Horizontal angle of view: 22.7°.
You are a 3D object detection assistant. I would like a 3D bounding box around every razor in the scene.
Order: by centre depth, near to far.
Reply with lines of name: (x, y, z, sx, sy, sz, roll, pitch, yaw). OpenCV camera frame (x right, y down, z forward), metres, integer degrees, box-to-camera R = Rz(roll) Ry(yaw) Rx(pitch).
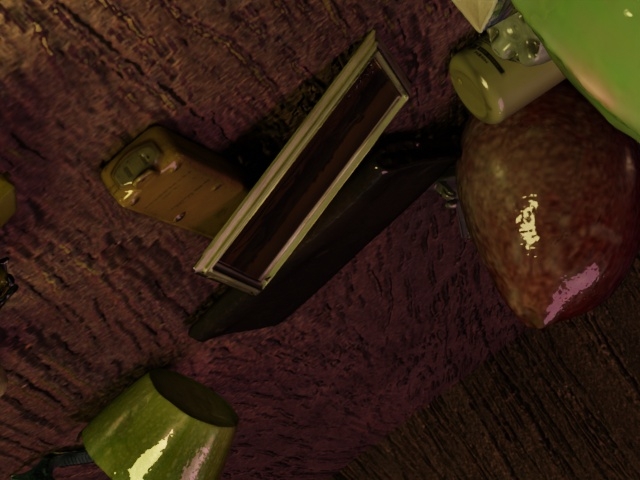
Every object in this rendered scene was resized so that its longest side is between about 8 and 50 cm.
razor: (-0.282, 0.254, 1.859, 0.066, 0.033, 0.190, 6, -175, 21)

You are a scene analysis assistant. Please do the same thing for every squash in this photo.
squash: (-0.174, 0.221, 1.778, 0.123, 0.170, 0.170, -58, 162, 12)

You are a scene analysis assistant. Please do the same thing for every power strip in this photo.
power strip: (-0.101, -0.041, 1.308, 0.064, 0.044, 0.305, -39, 165, 8)

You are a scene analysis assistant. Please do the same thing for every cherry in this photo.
cherry: (0.248, -0.043, 1.710, 0.203, 0.300, 0.230, -3, 154, 13)

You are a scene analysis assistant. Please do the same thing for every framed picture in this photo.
framed picture: (-0.007, -0.059, 1.404, 0.252, 0.014, 0.197, -53, 166, 1)

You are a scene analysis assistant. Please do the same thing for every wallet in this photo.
wallet: (0.000, 0.000, 1.695, 0.321, 0.044, 0.170, -42, 164, 31)

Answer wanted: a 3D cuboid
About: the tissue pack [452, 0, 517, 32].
tissue pack: (0.148, -0.228, 1.215, 0.111, 0.085, 0.079, -30, 164, -22)

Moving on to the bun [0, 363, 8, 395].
bun: (-0.308, 0.122, 1.273, 0.115, 0.069, 0.115, -32, -173, 4)

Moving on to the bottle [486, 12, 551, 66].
bottle: (0.260, -0.241, 1.463, 0.269, 0.083, 0.083, -33, 166, -33)

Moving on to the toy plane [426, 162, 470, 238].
toy plane: (0.188, -0.081, 1.861, 0.226, 0.058, 0.226, -23, 145, -46)

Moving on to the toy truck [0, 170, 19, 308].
toy truck: (-0.255, 0.031, 1.004, 0.127, 0.127, 0.257, -47, 172, -24)

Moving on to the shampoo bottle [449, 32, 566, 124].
shampoo bottle: (0.206, -0.182, 1.522, 0.162, 0.079, 0.079, -34, 166, -12)

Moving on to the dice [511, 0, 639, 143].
dice: (0.308, -0.249, 1.042, 0.318, 0.322, 0.330, -28, 166, -33)
